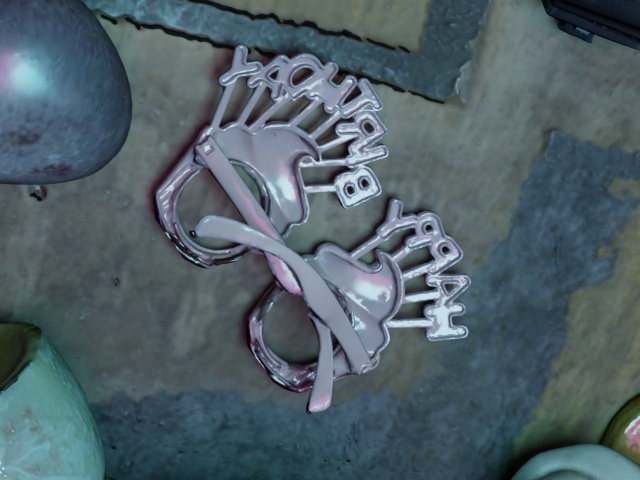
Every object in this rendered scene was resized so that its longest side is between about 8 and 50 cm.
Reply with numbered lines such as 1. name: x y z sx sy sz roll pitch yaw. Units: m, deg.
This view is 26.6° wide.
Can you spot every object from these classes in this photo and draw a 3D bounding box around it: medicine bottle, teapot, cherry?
1. medicine bottle: -0.203 0.144 0.833 0.147 0.147 0.143 -25 114 -5
2. teapot: 0.187 -0.170 0.868 0.177 0.087 0.096 18 126 -17
3. cherry: -0.196 -0.069 0.800 0.188 0.115 0.148 -49 149 12

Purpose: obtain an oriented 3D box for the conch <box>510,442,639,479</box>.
1. conch: 0.212 0.252 0.952 0.158 0.127 0.255 -39 112 25

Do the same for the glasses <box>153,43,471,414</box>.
1. glasses: 0.003 -0.005 0.866 0.162 0.095 0.255 -37 113 -9

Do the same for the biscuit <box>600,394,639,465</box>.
1. biscuit: 0.292 0.136 1.002 0.166 0.036 0.225 40 95 -21
